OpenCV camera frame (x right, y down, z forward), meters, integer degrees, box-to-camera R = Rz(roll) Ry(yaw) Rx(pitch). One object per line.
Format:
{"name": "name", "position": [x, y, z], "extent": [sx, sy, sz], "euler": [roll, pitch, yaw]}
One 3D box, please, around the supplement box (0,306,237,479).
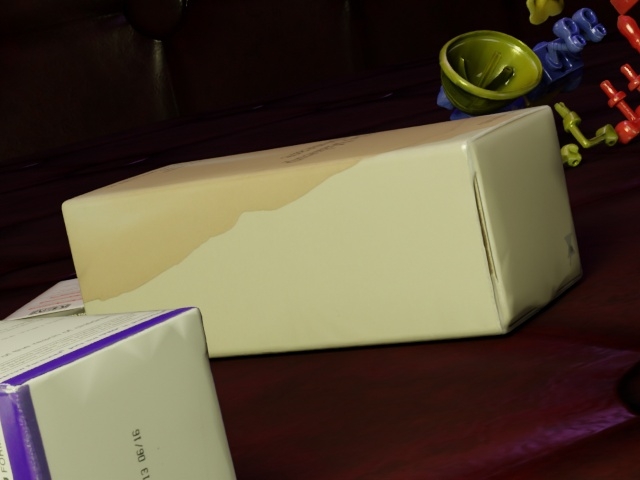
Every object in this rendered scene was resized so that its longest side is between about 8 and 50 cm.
{"name": "supplement box", "position": [-0.153, 0.099, 0.711], "extent": [0.220, 0.111, 0.114], "euler": [-5, 11, 38]}

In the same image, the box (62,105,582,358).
{"name": "box", "position": [0.000, 0.000, 1.093], "extent": [0.311, 0.121, 0.148], "euler": [-7, 9, 30]}

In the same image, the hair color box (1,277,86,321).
{"name": "hair color box", "position": [-0.179, 0.058, 1.227], "extent": [0.072, 0.043, 0.141], "euler": [-10, 8, 11]}

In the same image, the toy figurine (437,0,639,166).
{"name": "toy figurine", "position": [0.223, -0.134, 1.761], "extent": [0.362, 0.191, 0.217], "euler": [-31, -10, -45]}
